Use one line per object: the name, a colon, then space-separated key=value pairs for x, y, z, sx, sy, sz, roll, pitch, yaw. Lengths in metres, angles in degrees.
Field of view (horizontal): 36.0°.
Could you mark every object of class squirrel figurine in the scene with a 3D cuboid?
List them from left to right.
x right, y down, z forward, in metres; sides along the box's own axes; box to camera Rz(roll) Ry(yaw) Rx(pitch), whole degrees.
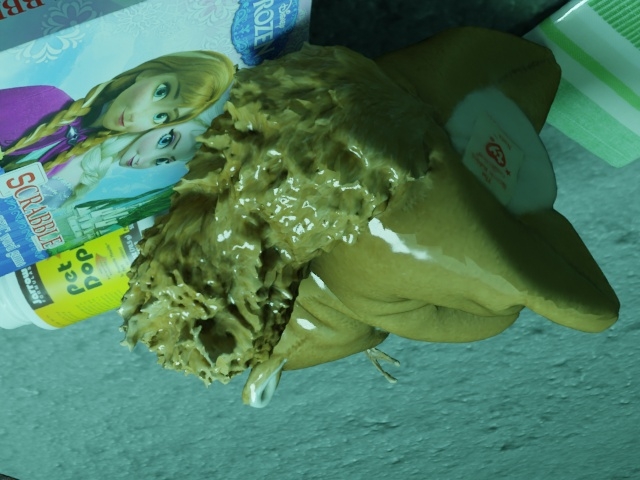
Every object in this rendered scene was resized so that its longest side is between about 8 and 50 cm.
squirrel figurine: x=0.000 y=0.000 z=0.883 sx=0.397 sy=0.281 sz=0.370 roll=7 pitch=152 yaw=-39

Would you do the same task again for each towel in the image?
towel: x=0.354 y=-0.206 z=0.942 sx=0.248 sy=0.038 sz=0.325 roll=26 pitch=132 yaw=-36

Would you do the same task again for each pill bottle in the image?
pill bottle: x=-0.245 y=0.020 z=1.027 sx=0.215 sy=0.117 sz=0.117 roll=-20 pitch=142 yaw=13

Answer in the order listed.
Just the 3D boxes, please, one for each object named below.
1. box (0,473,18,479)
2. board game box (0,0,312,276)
box: x=-0.543 y=0.375 z=1.496 sx=0.094 sy=0.027 sz=0.137 roll=-31 pitch=138 yaw=24
board game box: x=-0.163 y=-0.107 z=0.783 sx=0.318 sy=0.066 sz=0.318 roll=-24 pitch=161 yaw=-12
